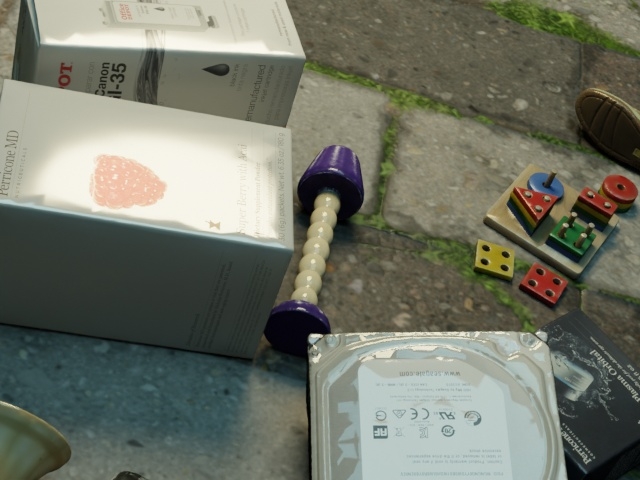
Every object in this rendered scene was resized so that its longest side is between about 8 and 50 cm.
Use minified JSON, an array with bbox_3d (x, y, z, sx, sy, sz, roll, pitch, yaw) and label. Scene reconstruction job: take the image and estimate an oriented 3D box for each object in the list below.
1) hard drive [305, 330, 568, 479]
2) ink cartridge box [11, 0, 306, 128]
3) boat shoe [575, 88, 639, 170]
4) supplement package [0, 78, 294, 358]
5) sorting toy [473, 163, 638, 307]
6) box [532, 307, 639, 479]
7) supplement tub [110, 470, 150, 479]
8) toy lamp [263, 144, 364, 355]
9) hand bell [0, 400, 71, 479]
[{"bbox_3d":[0.106,0.239,1.217,0.237,0.064,0.338,0,57,-2],"label":"hard drive"},{"bbox_3d":[-0.182,-0.161,1.458,0.283,0.207,0.117,0,46,-20],"label":"ink cartridge box"},{"bbox_3d":[0.417,-0.134,1.766,0.190,0.068,0.072,43,35,8],"label":"boat shoe"},{"bbox_3d":[-0.188,-0.019,1.342,0.293,0.175,0.177,9,46,-12],"label":"supplement package"},{"bbox_3d":[0.281,-0.031,1.621,0.132,0.046,0.274,34,46,13],"label":"sorting toy"},{"bbox_3d":[0.251,0.175,1.380,0.158,0.093,0.156,-24,60,-35],"label":"box"},{"bbox_3d":[-0.109,0.282,1.124,0.190,0.117,0.117,26,44,5],"label":"supplement tub"},{"bbox_3d":[0.000,0.000,1.465,0.080,0.080,0.274,16,46,-5],"label":"toy lamp"},{"bbox_3d":[-0.304,0.261,1.105,0.126,0.126,0.242,18,57,-3],"label":"hand bell"}]
